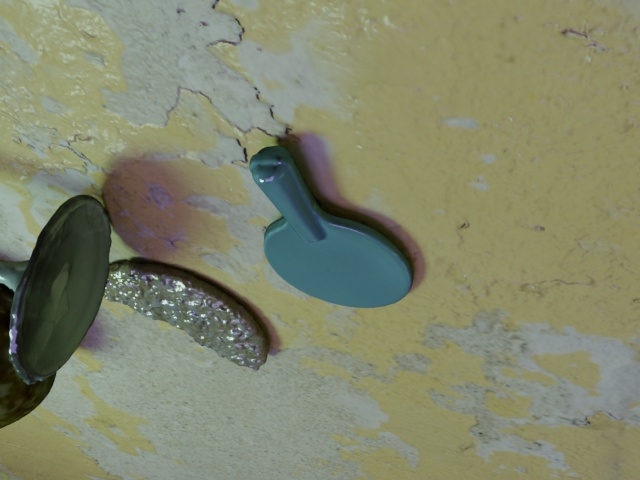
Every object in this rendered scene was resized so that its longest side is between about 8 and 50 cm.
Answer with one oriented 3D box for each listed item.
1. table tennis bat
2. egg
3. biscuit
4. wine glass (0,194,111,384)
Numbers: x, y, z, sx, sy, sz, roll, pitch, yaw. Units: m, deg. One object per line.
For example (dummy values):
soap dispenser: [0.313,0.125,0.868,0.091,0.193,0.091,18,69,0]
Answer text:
table tennis bat: [0.000,0.000,0.685,0.152,0.040,0.244,0,145,28]
egg: [-0.521,0.171,1.048,0.238,0.238,0.289,-10,154,39]
biscuit: [-0.165,0.086,0.904,0.250,0.032,0.133,30,145,-10]
wine glass: [-0.455,0.000,0.768,0.405,0.267,0.267,12,146,4]
